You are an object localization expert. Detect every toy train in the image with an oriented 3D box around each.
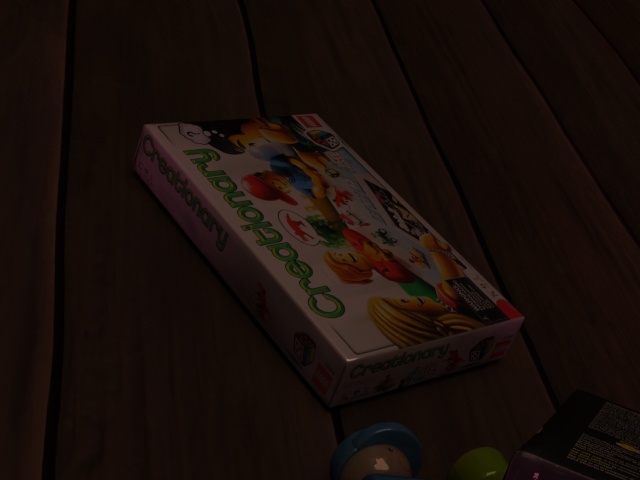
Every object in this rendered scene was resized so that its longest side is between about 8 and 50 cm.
[{"bbox_3d":[0.132,0.185,0.710,0.248,0.105,0.143,10,18,-23],"label":"toy train"}]

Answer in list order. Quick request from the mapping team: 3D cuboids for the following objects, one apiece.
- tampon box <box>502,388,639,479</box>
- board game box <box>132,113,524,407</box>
[{"bbox_3d":[0.135,0.152,0.517,0.101,0.120,0.161,20,8,20],"label":"tampon box"},{"bbox_3d":[0.000,0.000,0.930,0.193,0.053,0.305,-10,44,-39],"label":"board game box"}]
